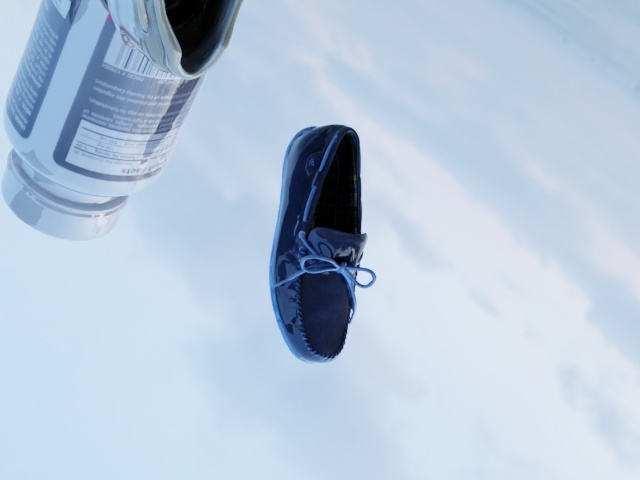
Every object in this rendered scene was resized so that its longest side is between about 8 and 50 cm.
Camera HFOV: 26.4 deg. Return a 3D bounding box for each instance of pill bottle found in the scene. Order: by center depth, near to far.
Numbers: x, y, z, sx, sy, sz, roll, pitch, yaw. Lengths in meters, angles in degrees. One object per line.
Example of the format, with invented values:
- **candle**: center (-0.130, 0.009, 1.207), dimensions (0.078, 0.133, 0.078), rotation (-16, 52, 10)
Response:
- **pill bottle**: center (-0.212, -0.156, 1.357), dimensions (0.176, 0.318, 0.176), rotation (20, -145, -14)

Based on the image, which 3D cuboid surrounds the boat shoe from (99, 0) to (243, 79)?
- **boat shoe**: center (-0.058, -0.231, 0.802), dimensions (0.113, 0.302, 0.103), rotation (-14, -127, -30)

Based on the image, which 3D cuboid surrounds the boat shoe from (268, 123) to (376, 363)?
- **boat shoe**: center (0.000, 0.000, 1.445), dimensions (0.109, 0.258, 0.089), rotation (1, 172, -39)
